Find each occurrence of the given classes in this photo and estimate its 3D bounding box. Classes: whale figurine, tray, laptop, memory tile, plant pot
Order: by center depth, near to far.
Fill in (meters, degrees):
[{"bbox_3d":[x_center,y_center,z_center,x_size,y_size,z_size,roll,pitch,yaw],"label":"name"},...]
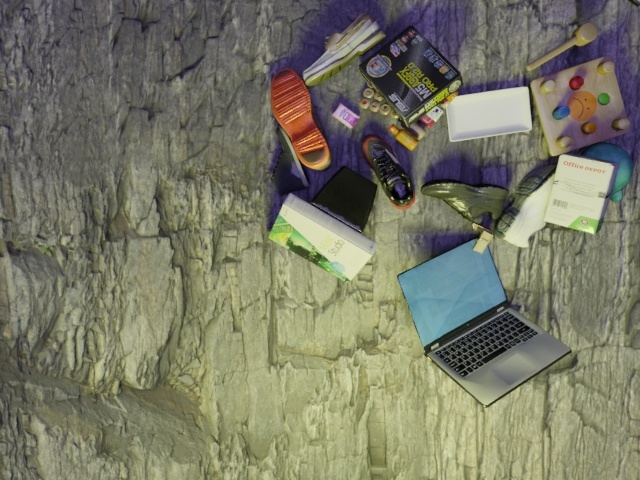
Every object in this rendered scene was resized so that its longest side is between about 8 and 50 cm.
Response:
[{"bbox_3d":[0.509,0.230,1.760,0.382,0.408,0.236,-23,129,-25],"label":"laptop"},{"bbox_3d":[0.881,-0.182,1.817,0.216,0.141,0.272,31,99,-2],"label":"whale figurine"},{"bbox_3d":[0.083,-0.132,1.837,0.187,0.188,0.167,30,84,-1],"label":"plant pot"},{"bbox_3d":[0.207,-0.466,1.842,0.148,0.012,0.113,21,83,16],"label":"memory tile"},{"bbox_3d":[0.549,-0.413,1.858,0.270,0.030,0.145,-7,95,3],"label":"tray"}]

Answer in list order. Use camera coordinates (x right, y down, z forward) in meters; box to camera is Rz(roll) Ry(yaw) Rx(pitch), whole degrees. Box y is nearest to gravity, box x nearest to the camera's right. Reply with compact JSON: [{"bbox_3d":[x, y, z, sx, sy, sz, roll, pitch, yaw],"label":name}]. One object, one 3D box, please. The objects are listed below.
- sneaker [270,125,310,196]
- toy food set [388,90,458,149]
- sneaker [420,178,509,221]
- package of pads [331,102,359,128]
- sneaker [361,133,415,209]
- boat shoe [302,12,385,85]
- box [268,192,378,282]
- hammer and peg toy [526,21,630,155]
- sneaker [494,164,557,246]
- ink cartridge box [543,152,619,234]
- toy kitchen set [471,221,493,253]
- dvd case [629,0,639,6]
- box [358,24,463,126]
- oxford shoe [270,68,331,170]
[{"bbox_3d":[-0.128,-0.261,1.872,0.118,0.083,0.222,-22,93,8],"label":"sneaker"},{"bbox_3d":[0.329,-0.415,1.819,0.104,0.111,0.232,38,112,0],"label":"toy food set"},{"bbox_3d":[0.469,-0.131,1.859,0.286,0.109,0.130,8,103,3],"label":"sneaker"},{"bbox_3d":[0.084,-0.412,1.873,0.083,0.032,0.050,36,99,-2],"label":"package of pads"},{"bbox_3d":[0.224,-0.225,1.839,0.097,0.135,0.276,-29,94,7],"label":"sneaker"},{"bbox_3d":[0.058,-0.611,1.818,0.302,0.113,0.103,-35,93,-5],"label":"boat shoe"},{"bbox_3d":[0.000,0.000,1.834,0.322,0.232,0.058,31,58,0],"label":"box"},{"bbox_3d":[0.800,-0.474,1.794,0.266,0.127,0.361,-18,95,6],"label":"hammer and peg toy"},{"bbox_3d":[0.699,-0.112,1.865,0.129,0.111,0.297,31,100,-19],"label":"sneaker"},{"bbox_3d":[0.807,-0.150,1.753,0.160,0.092,0.219,22,115,34],"label":"ink cartridge box"},{"bbox_3d":[0.519,-0.015,1.881,0.068,0.083,0.075,25,109,-2],"label":"toy kitchen set"},{"bbox_3d":[0.965,-0.890,1.792,0.253,0.022,0.180,35,96,-2],"label":"dvd case"},{"bbox_3d":[0.280,-0.518,1.775,0.216,0.060,0.270,-36,62,5],"label":"box"},{"bbox_3d":[-0.063,-0.385,1.845,0.130,0.133,0.364,-22,77,12],"label":"oxford shoe"}]
